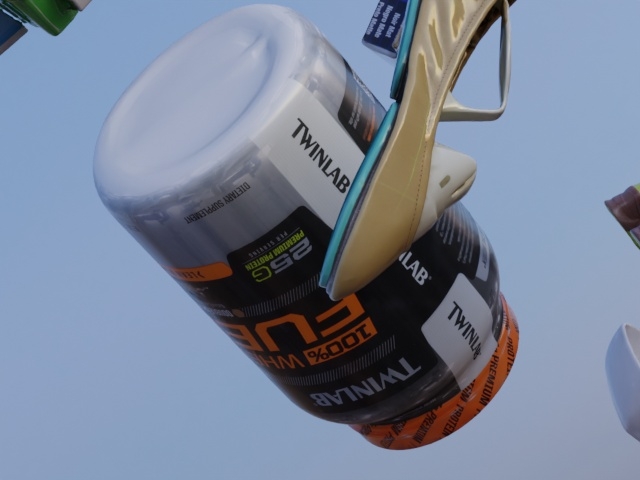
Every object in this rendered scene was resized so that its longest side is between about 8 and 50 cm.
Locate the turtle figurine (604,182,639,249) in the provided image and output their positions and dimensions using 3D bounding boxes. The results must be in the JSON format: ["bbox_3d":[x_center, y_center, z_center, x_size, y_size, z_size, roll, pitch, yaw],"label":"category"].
[{"bbox_3d":[0.375,-0.061,1.749,0.217,0.269,0.087,-38,-48,4],"label":"turtle figurine"}]

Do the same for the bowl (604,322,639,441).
[{"bbox_3d":[0.301,0.146,1.656,0.053,0.142,0.142,-49,18,18],"label":"bowl"}]

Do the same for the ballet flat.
[{"bbox_3d":[0.064,-0.067,1.081,0.080,0.073,0.232,109,178,-71],"label":"ballet flat"}]

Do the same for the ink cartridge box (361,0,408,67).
[{"bbox_3d":[0.103,-0.247,1.591,0.223,0.045,0.224,-66,-12,1],"label":"ink cartridge box"}]

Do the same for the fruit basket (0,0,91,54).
[{"bbox_3d":[-0.296,-0.374,1.852,0.327,0.165,0.353,-49,-33,-14],"label":"fruit basket"}]

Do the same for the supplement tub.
[{"bbox_3d":[0.000,0.000,1.487,0.207,0.207,0.338,-33,-57,13],"label":"supplement tub"}]
